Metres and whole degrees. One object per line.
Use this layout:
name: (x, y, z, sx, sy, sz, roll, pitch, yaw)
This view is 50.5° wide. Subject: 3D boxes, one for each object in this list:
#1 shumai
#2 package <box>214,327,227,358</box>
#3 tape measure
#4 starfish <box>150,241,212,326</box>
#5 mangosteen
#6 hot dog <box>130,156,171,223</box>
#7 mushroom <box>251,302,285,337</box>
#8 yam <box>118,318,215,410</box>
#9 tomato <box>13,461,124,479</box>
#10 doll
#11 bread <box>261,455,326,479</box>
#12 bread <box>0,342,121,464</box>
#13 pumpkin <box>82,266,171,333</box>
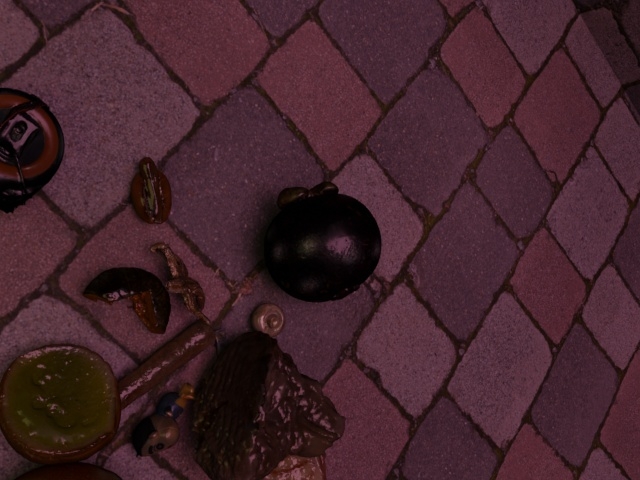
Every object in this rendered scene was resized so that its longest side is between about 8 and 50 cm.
shumai: (-0.111, 0.382, 1.482, 0.283, 0.217, 0.346, 37, 39, -41)
package: (-0.224, 0.256, 1.543, 0.037, 0.015, 0.110, -11, 95, -39)
tape measure: (-0.587, -0.175, 1.259, 0.202, 0.135, 0.223, 35, 63, -31)
starfish: (-0.288, 0.091, 1.453, 0.210, 0.053, 0.150, 60, 14, 7)
mangosteen: (0.000, 0.000, 1.566, 0.288, 0.288, 0.288, 3, 85, -33)
hot dog: (-0.360, -0.105, 1.453, 0.089, 0.060, 0.140, 0, 83, -38)
mushroom: (-0.120, 0.188, 1.585, 0.083, 0.067, 0.084, -3, 95, -33)
yam: (-0.348, 0.269, 1.431, 0.299, 0.066, 0.066, -36, 106, -31)
tomato: (-0.459, 0.562, 1.230, 0.303, 0.239, 0.304, 2, 87, -36)
doll: (-0.323, 0.384, 1.431, 0.088, 0.102, 0.179, 34, 66, 20)
bread: (-0.100, 0.523, 1.529, 0.244, 0.123, 0.190, -9, 76, -32)
bread: (-0.487, 0.306, 1.277, 0.236, 0.070, 0.236, 14, 53, -19)
pumpkin: (-0.381, 0.109, 1.389, 0.183, 0.119, 0.108, 35, 70, -33)
